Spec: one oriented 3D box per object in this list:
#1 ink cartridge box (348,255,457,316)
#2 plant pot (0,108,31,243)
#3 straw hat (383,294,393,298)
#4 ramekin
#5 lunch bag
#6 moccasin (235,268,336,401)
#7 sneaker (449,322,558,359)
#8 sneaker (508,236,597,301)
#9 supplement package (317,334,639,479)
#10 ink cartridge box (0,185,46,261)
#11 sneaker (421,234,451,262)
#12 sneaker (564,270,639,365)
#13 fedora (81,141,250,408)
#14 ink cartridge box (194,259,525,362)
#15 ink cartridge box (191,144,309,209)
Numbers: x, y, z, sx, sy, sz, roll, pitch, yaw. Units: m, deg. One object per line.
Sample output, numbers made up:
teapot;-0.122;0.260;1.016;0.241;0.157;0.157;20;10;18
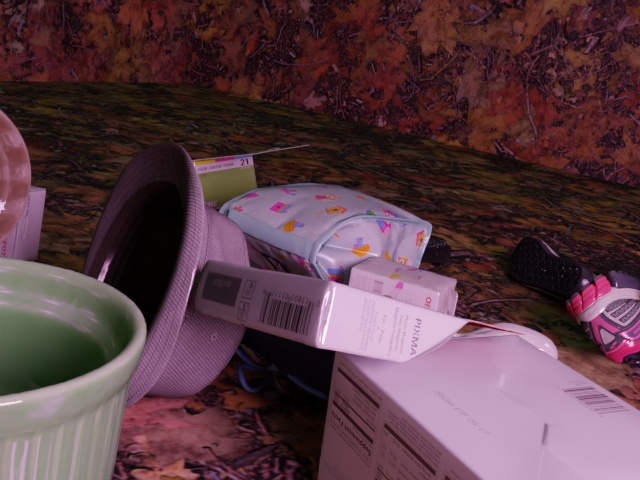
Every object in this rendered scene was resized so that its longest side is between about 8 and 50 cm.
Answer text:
ink cartridge box;0.114;0.089;1.159;0.143;0.092;0.090;16;16;20
plant pot;-0.488;-0.091;0.981;0.280;0.323;0.323;15;16;41
straw hat;0.067;0.096;0.987;0.061;0.144;0.144;-35;38;-26
ramekin;-0.297;0.126;0.678;0.303;0.148;0.303;8;15;-2
lunch bag;0.000;0.000;1.295;0.223;0.160;0.262;23;15;40
moccasin;-0.023;0.123;0.924;0.137;0.117;0.342;-12;24;-36
sneaker;0.180;0.150;1.042;0.212;0.080;0.094;4;26;9
sneaker;0.414;0.068;1.486;0.097;0.084;0.235;29;8;-25
supplement package;0.149;0.196;0.688;0.204;0.145;0.262;0;18;-27
ink cartridge box;-0.477;-0.035;1.228;0.150;0.109;0.063;14;11;16
sneaker;0.171;0.008;1.570;0.170;0.051;0.089;6;15;-30
sneaker;0.467;0.128;1.225;0.299;0.121;0.112;6;48;-38
fedora;-0.151;0.050;0.882;0.124;0.275;0.243;24;-24;-35
ink cartridge box;0.034;0.074;0.759;0.232;0.066;0.189;22;-10;-36
ink cartridge box;-0.167;-0.106;1.542;0.255;0.097;0.189;-5;7;30
